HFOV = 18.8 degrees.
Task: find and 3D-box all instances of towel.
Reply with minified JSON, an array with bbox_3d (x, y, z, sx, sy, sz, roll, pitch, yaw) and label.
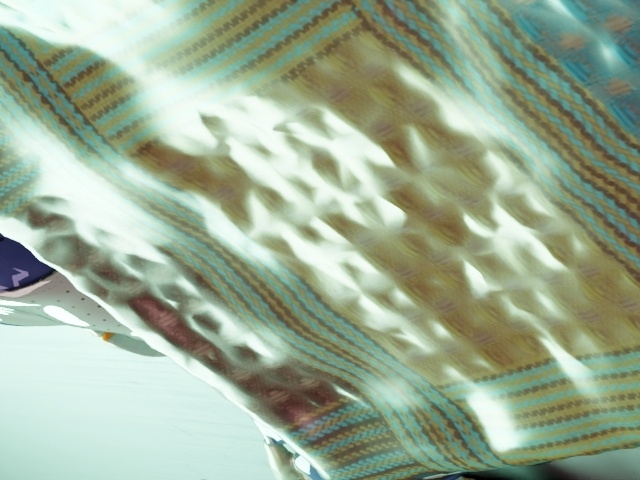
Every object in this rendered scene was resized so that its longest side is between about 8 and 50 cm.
[{"bbox_3d":[0.019,-0.031,0.462,0.271,0.040,0.370,39,150,-19],"label":"towel"}]

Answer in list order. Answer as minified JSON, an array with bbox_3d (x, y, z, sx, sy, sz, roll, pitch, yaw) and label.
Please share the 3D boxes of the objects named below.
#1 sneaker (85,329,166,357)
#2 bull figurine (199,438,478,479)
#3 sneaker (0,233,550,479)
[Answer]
[{"bbox_3d":[-0.121,-0.027,0.830,0.215,0.084,0.083,41,168,-26],"label":"sneaker"},{"bbox_3d":[0.073,0.176,1.039,0.310,0.101,0.188,-2,142,46],"label":"bull figurine"},{"bbox_3d":[0.001,0.001,0.706,0.315,0.127,0.182,31,155,-32],"label":"sneaker"}]
